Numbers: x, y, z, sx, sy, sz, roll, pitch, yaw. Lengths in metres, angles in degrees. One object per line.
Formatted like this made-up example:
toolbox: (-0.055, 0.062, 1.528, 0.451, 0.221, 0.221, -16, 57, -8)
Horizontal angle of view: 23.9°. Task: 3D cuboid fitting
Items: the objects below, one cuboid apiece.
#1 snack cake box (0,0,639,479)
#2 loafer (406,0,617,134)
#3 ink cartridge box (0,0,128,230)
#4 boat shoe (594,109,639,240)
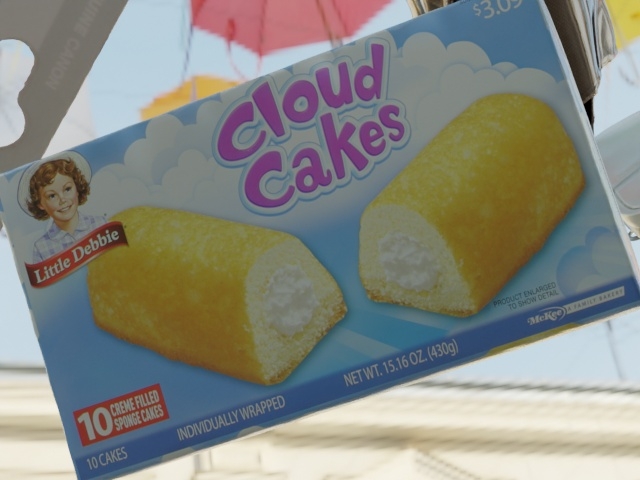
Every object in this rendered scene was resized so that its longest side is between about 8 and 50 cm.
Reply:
snack cake box: (0.000, 0.000, 0.696, 0.264, 0.152, 0.089, -20, -7, 11)
loafer: (0.128, -0.142, 0.893, 0.134, 0.130, 0.366, -40, -24, -8)
ink cartridge box: (-0.339, -0.160, 0.936, 0.385, 0.091, 0.308, 25, -60, -18)
boat shoe: (0.270, -0.044, 1.199, 0.095, 0.254, 0.079, -37, -77, 8)
